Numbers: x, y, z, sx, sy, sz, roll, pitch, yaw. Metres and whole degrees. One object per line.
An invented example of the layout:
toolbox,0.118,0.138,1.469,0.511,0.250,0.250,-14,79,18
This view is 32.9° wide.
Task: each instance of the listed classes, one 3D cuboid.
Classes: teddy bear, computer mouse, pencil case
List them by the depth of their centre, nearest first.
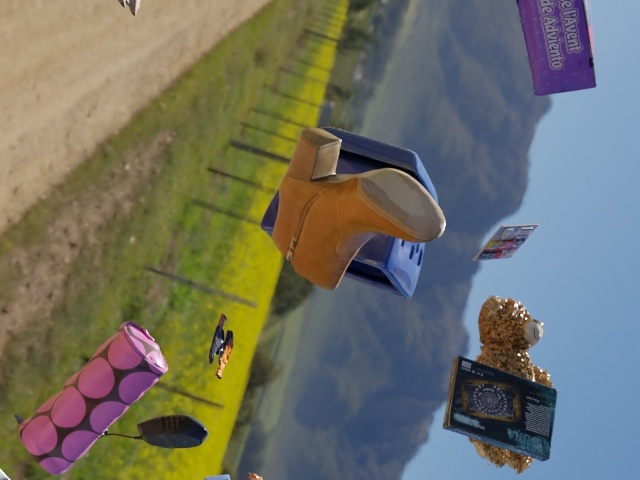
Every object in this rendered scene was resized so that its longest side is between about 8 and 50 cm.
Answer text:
pencil case,-0.283,0.191,1.355,0.209,0.095,0.098,-42,-173,11
computer mouse,-0.293,0.295,1.702,0.071,0.242,0.041,77,15,-60
teddy bear,0.362,0.271,2.047,0.113,0.245,0.338,-14,-133,45

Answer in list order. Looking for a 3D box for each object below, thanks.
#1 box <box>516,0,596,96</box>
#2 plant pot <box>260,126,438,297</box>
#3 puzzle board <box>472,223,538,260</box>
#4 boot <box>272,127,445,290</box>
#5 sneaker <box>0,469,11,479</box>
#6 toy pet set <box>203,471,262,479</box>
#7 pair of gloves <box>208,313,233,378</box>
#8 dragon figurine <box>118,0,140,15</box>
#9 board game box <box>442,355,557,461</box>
box,0.198,-0.295,0.953,0.293,0.057,0.201,-80,155,-43
plant pot,0.066,-0.053,1.837,0.212,0.236,0.236,-68,159,-10
puzzle board,0.364,0.005,2.121,0.128,0.011,0.096,-4,140,-46
boot,0.047,-0.010,1.556,0.104,0.295,0.211,-17,132,-39
sneaker,-0.507,0.282,1.397,0.295,0.147,0.104,64,30,-19
toy pet set,-0.159,0.411,1.764,0.122,0.065,0.114,-49,-176,-4
pair of gloves,-0.140,0.151,1.541,0.083,0.010,0.074,73,29,-60
dragon figurine,-0.311,-0.370,1.449,0.289,0.144,0.085,-103,-148,-86
board game box,0.298,0.278,1.791,0.026,0.186,0.126,128,-21,-59
